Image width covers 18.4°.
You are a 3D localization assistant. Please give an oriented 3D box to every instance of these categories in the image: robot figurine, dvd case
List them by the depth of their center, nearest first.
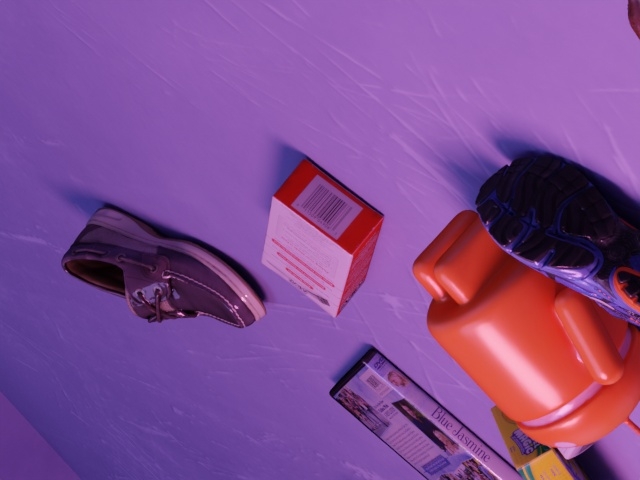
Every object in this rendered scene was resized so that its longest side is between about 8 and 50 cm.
[{"bbox_3d":[0.172,0.074,1.548,0.158,0.128,0.219,-31,110,36],"label":"robot figurine"},{"bbox_3d":[0.125,0.221,2.101,0.253,0.022,0.180,40,161,2],"label":"dvd case"}]

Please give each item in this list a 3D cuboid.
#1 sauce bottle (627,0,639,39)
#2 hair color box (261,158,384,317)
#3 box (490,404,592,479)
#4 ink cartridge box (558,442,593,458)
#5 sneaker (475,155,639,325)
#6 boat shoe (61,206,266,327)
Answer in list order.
[{"bbox_3d":[0.211,-0.125,1.182,0.128,0.042,0.042,50,159,-28],"label":"sauce bottle"},{"bbox_3d":[0.000,0.000,1.821,0.093,0.053,0.167,37,159,9],"label":"hair color box"},{"bbox_3d":[0.216,0.216,1.825,0.179,0.043,0.105,55,-172,-29],"label":"box"},{"bbox_3d":[0.188,0.094,1.719,0.179,0.045,0.145,55,165,16],"label":"ink cartridge box"},{"bbox_3d":[0.205,0.016,1.441,0.221,0.083,0.087,34,167,28],"label":"sneaker"},{"bbox_3d":[-0.178,0.048,2.189,0.285,0.092,0.103,24,154,39],"label":"boat shoe"}]
